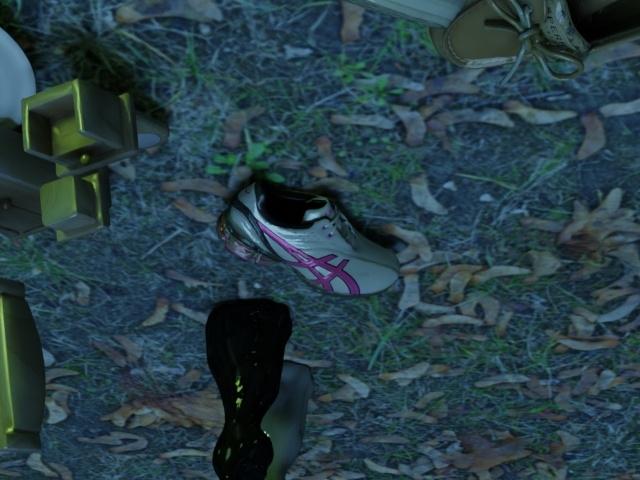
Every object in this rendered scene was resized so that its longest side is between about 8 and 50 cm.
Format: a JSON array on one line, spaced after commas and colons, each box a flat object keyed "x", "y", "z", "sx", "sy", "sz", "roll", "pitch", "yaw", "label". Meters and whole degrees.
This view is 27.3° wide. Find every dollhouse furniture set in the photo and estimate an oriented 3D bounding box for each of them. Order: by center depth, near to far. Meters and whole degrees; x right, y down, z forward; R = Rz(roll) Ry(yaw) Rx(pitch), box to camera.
[{"x": -0.246, "y": 0.090, "z": 1.104, "sx": 0.303, "sy": 0.355, "sz": 0.174, "roll": -17, "pitch": 161, "yaw": 25, "label": "dollhouse furniture set"}]

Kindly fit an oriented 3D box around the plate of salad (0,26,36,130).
[{"x": -0.332, "y": -0.142, "z": 1.075, "sx": 0.200, "sy": 0.048, "sz": 0.200, "roll": 1, "pitch": 145, "yaw": 1, "label": "plate of salad"}]

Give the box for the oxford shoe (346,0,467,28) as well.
[{"x": -0.101, "y": -0.264, "z": 0.831, "sx": 0.449, "sy": 0.169, "sz": 0.130, "roll": 19, "pitch": 99, "yaw": -9, "label": "oxford shoe"}]

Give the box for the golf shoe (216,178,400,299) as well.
[{"x": 0.000, "y": 0.000, "z": 1.235, "sx": 0.186, "sy": 0.067, "sz": 0.086, "roll": 19, "pitch": 140, "yaw": -21, "label": "golf shoe"}]

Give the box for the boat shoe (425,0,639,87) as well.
[{"x": 0.201, "y": -0.182, "z": 0.941, "sx": 0.285, "sy": 0.089, "sz": 0.104, "roll": -21, "pitch": 139, "yaw": 31, "label": "boat shoe"}]

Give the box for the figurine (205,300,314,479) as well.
[{"x": -0.067, "y": 0.207, "z": 1.411, "sx": 0.092, "sy": 0.209, "sz": 0.215, "roll": -4, "pitch": 145, "yaw": 10, "label": "figurine"}]
